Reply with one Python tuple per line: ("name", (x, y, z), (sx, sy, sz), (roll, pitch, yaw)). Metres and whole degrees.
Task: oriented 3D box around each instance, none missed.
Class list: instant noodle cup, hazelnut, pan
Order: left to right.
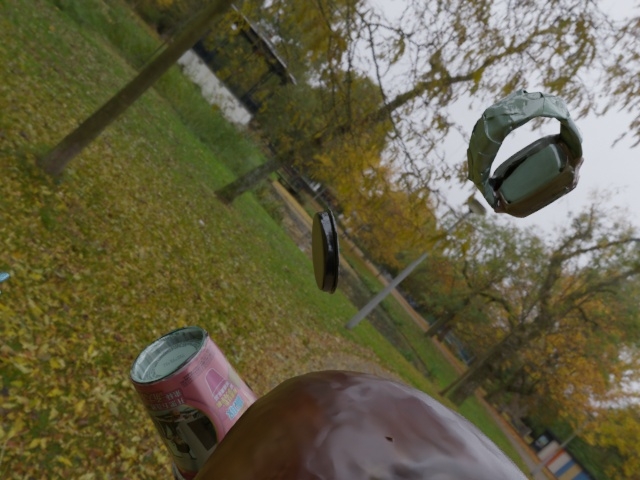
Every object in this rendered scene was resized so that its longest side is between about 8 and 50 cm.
("instant noodle cup", (-0.246, 0.319, 1.000), (0.244, 0.244, 0.255), (-123, -170, -66))
("pan", (0.000, 0.000, 0.823), (0.235, 0.028, 0.136), (-109, -161, -69))
("hazelnut", (0.010, 0.330, 0.456), (0.353, 0.421, 0.421), (10, 29, -38))

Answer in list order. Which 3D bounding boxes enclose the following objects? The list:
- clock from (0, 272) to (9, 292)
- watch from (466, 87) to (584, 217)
("clock", (-0.485, 0.090, 0.524), (0.223, 0.274, 0.094), (17, -65, 63))
("watch", (0.428, -0.189, 1.070), (0.241, 0.253, 0.161), (28, 40, -33))
